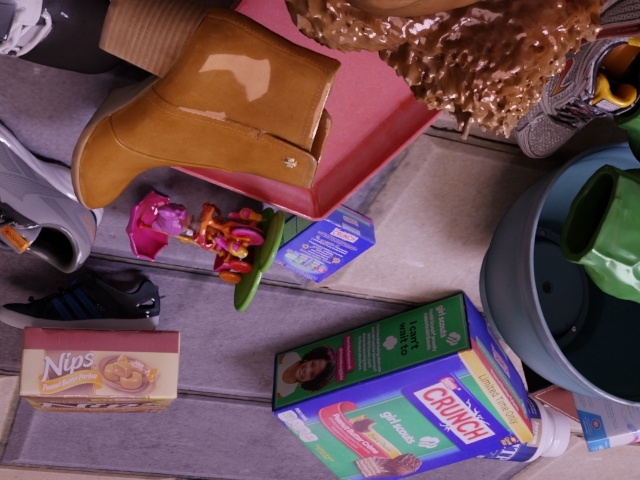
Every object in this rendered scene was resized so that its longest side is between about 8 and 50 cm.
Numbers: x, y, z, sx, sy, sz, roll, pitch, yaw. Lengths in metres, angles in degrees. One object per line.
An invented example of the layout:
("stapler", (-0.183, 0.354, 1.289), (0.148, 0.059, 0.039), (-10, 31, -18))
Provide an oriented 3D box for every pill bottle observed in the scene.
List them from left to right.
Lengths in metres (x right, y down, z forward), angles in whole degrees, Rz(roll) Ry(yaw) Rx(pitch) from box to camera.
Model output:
("pill bottle", (0.319, 0.315, 1.584), (0.187, 0.112, 0.112), (9, 141, -20))

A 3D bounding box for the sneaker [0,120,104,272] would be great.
("sneaker", (-0.347, -0.053, 0.996), (0.100, 0.108, 0.271), (-30, 136, 32))

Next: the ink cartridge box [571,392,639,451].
("ink cartridge box", (0.397, 0.215, 1.221), (0.123, 0.088, 0.052), (-16, 147, 12))

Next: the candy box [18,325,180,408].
("candy box", (-0.290, 0.178, 1.241), (0.183, 0.087, 0.316), (3, 167, -12))

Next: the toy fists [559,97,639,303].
("toy fists", (0.354, -0.072, 0.971), (0.142, 0.279, 0.096), (22, 177, -15))

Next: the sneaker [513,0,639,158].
("sneaker", (0.267, -0.158, 0.950), (0.088, 0.092, 0.225), (8, 142, -18))

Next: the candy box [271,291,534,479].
("candy box", (0.128, 0.239, 1.424), (0.317, 0.122, 0.268), (-22, 132, 18))

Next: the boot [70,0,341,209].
("boot", (-0.107, -0.087, 0.863), (0.211, 0.104, 0.295), (24, 141, -3))

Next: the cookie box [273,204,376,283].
("cookie box", (0.000, 0.000, 1.171), (0.092, 0.040, 0.107), (26, 134, -35))

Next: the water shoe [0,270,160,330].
("water shoe", (-0.310, 0.078, 1.214), (0.203, 0.080, 0.073), (4, 180, -16))

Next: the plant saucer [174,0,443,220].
("plant saucer", (-0.030, -0.141, 0.970), (0.259, 0.047, 0.258), (20, 137, -32))

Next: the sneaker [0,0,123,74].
("sneaker", (-0.311, -0.194, 0.781), (0.331, 0.146, 0.122), (21, 135, -34))

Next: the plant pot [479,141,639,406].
("plant pot", (0.312, 0.049, 1.115), (0.293, 0.293, 0.196), (11, 166, -22))

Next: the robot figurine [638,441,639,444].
("robot figurine", (0.584, 0.268, 1.547), (0.220, 0.128, 0.158), (-10, 135, 7))

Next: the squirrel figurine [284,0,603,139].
("squirrel figurine", (0.167, -0.258, 0.714), (0.371, 0.281, 0.397), (-2, 159, -22))

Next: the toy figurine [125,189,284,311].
("toy figurine", (-0.142, -0.006, 1.077), (0.159, 0.130, 0.173), (18, 159, -15))

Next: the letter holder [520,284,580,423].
("letter holder", (0.457, 0.129, 1.321), (0.302, 0.152, 0.214), (-29, 140, 28))
